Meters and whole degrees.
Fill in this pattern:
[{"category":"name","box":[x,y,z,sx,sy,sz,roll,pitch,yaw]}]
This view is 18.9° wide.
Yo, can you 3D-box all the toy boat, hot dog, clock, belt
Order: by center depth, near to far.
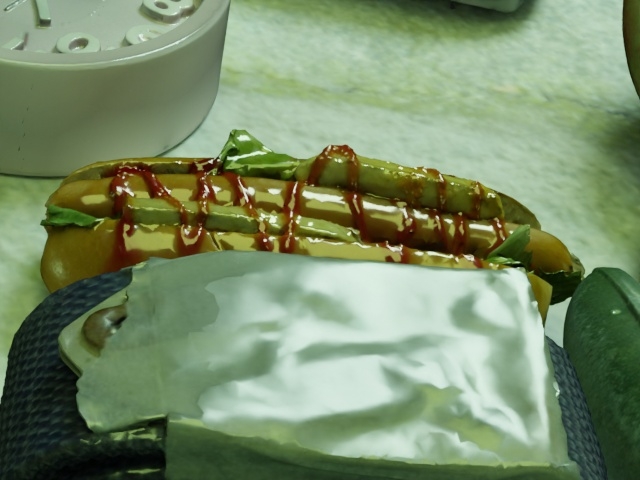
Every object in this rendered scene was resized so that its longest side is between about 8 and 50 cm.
[{"category":"belt","box":[-0.005,0.090,0.709,0.230,0.140,0.126,7,38,-9]},{"category":"toy boat","box":[0.165,0.100,0.789,0.085,0.078,0.260,-17,43,-8]},{"category":"hot dog","box":[0.000,0.000,0.874,0.250,0.076,0.104,5,38,-6]},{"category":"clock","box":[-0.145,-0.118,0.985,0.197,0.068,0.197,7,39,-6]}]

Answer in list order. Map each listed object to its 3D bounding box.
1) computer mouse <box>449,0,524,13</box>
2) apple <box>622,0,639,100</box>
[{"category":"computer mouse","box":[-0.007,-0.215,1.138,0.310,0.072,0.158,12,37,2]},{"category":"apple","box":[0.263,-0.104,0.995,0.207,0.174,0.188,31,13,31]}]
